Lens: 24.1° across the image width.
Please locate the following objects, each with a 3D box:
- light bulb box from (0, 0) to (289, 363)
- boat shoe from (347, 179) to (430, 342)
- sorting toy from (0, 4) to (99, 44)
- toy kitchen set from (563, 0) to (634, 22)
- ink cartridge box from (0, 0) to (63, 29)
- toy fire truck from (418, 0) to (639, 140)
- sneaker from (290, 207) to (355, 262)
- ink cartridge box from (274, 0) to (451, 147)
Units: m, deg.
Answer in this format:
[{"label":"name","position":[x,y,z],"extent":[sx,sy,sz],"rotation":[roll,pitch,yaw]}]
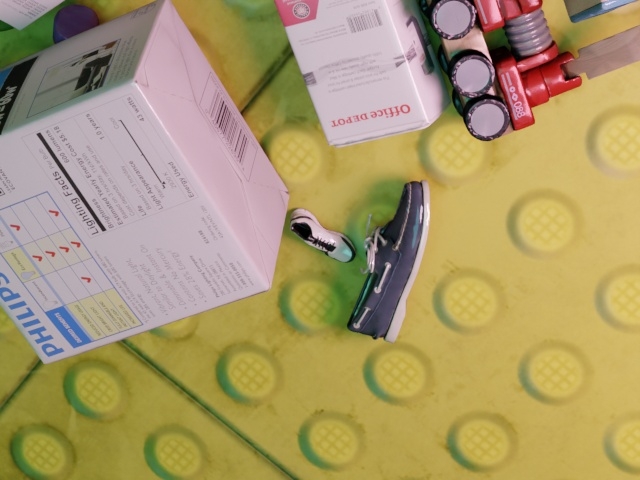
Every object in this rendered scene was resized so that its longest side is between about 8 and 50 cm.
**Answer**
[{"label":"light bulb box","position":[-0.288,-0.072,2.007],"extent":[0.361,0.225,0.358],"rotation":[-19,122,20]},{"label":"boat shoe","position":[0.094,0.026,2.071],"extent":[0.079,0.095,0.255],"rotation":[11,124,-3]},{"label":"sorting toy","position":[-0.479,-0.317,2.078],"extent":[0.365,0.127,0.126],"rotation":[22,145,1]},{"label":"toy kitchen set","position":[0.419,-0.257,1.765],"extent":[0.207,0.122,0.166],"rotation":[-19,92,-8]},{"label":"ink cartridge box","position":[-0.354,-0.412,1.945],"extent":[0.237,0.100,0.172],"rotation":[-28,63,23]},{"label":"toy fire truck","position":[0.272,-0.258,1.888],"extent":[0.246,0.158,0.217],"rotation":[-20,111,3]},{"label":"sneaker","position":[0.000,0.000,2.108],"extent":[0.109,0.044,0.040],"rotation":[33,114,-3]},{"label":"ink cartridge box","position":[0.057,-0.245,1.947],"extent":[0.158,0.092,0.218],"rotation":[-10,109,32]}]
